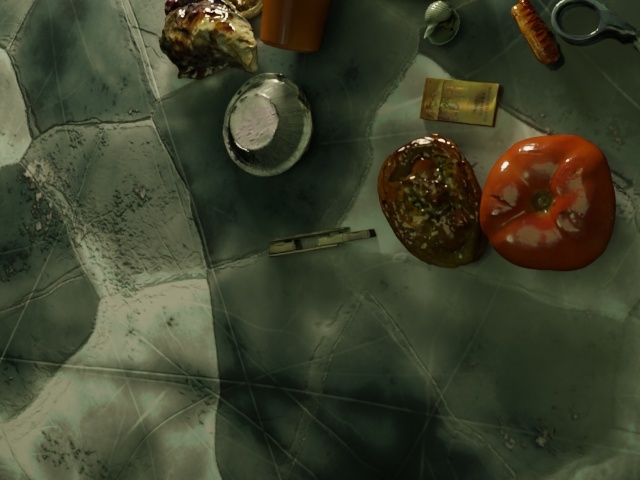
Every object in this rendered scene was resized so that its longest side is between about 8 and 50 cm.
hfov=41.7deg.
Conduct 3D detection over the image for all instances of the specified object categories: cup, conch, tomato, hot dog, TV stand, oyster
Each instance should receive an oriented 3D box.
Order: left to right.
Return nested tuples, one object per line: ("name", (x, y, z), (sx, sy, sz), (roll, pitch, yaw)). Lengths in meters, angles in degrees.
("oyster", (-0.269, -0.467, 1.920), (0.271, 0.100, 0.275), (-24, 85, 40))
("cup", (-0.054, -0.544, 1.781), (0.226, 0.182, 0.263), (42, 125, 57))
("TV stand", (0.000, 0.000, 1.827), (0.249, 0.036, 0.042), (-10, 85, 26))
("hot dog", (0.227, -0.074, 1.669), (0.196, 0.122, 0.272), (-25, 78, 18))
("conch", (0.244, -0.440, 1.690), (0.076, 0.056, 0.085), (29, 125, 3))
("hot dog", (0.412, -0.400, 1.606), (0.038, 0.062, 0.144), (-37, 72, 45))
("tomato", (0.418, -0.068, 1.540), (0.260, 0.180, 0.259), (-1, 88, 26))

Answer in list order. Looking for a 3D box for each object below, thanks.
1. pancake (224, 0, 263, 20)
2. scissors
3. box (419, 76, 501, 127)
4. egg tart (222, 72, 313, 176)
("pancake", (-0.168, -0.566, 1.908), (0.140, 0.022, 0.139), (0, 90, 27))
("scissors", (0.621, -0.353, 1.518), (0.256, 0.029, 0.383), (-40, 72, 21))
("box", (0.280, -0.278, 1.692), (0.156, 0.022, 0.089), (13, 96, 25))
("egg tart", (-0.126, -0.255, 1.855), (0.234, 0.094, 0.234), (1, 93, 28))
